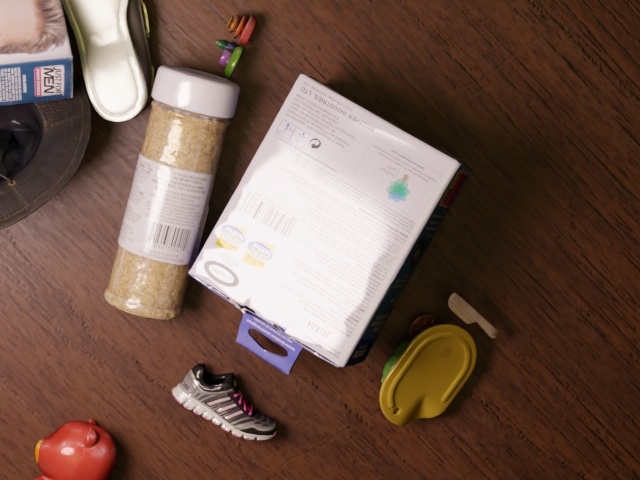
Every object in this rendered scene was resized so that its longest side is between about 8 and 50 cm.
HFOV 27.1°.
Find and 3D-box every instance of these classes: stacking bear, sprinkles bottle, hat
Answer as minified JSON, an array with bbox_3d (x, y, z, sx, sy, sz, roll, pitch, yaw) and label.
[{"bbox_3d":[-0.385,0.408,1.970,0.164,0.175,0.289,15,90,-3],"label":"stacking bear"},{"bbox_3d":[-0.216,-0.069,1.912,0.121,0.121,0.355,15,100,-5],"label":"sprinkles bottle"},{"bbox_3d":[-0.477,-0.120,1.874,0.331,0.134,0.331,1,61,-1],"label":"hat"}]

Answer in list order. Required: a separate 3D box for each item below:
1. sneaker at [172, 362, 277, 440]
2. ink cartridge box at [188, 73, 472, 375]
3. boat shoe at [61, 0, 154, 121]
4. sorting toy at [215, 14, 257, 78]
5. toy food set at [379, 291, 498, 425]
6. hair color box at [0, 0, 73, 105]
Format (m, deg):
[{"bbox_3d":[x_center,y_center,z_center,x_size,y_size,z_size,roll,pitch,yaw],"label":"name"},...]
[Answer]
[{"bbox_3d":[-0.135,0.240,2.000,0.170,0.063,0.074,28,102,-2],"label":"sneaker"},{"bbox_3d":[0.000,0.000,1.892,0.270,0.151,0.395,31,95,14],"label":"ink cartridge box"},{"bbox_3d":[-0.302,-0.321,1.892,0.109,0.091,0.304,-8,96,6],"label":"boat shoe"},{"bbox_3d":[-0.129,-0.285,1.923,0.042,0.061,0.102,25,73,-6],"label":"sorting toy"},{"bbox_3d":[0.163,0.177,2.013,0.128,0.071,0.218,32,98,-31],"label":"toy food set"},{"bbox_3d":[-0.521,-0.269,1.795,0.347,0.105,0.173,-9,64,-16],"label":"hair color box"}]
